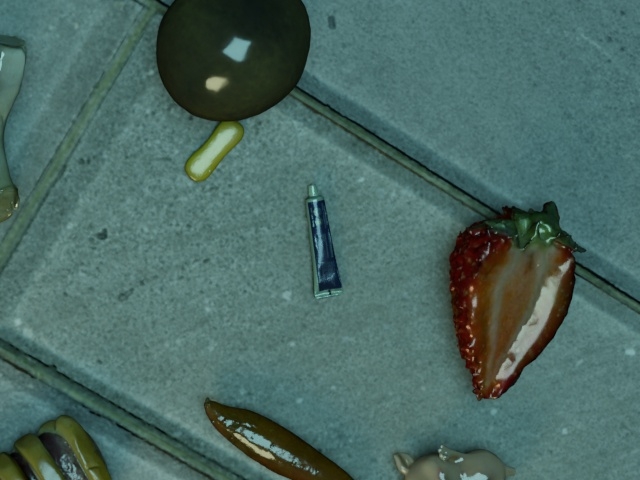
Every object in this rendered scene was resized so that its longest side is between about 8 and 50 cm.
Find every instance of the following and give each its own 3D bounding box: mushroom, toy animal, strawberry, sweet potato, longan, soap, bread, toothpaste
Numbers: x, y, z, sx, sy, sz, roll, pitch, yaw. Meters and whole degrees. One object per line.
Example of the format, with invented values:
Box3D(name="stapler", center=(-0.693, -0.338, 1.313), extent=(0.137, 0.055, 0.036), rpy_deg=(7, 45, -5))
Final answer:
Box3D(name="mushroom", center=(-0.383, -0.128, 1.807), extent=(0.092, 0.081, 0.223), rpy_deg=(7, 94, 9))
Box3D(name="toy animal", center=(0.166, 0.297, 1.931), extent=(0.150, 0.089, 0.084), rpy_deg=(-2, 72, -7))
Box3D(name="strawberry", center=(0.229, 0.071, 1.923), extent=(0.174, 0.098, 0.228), rpy_deg=(-7, 106, -26))
Box3D(name="sweet potato", center=(-0.031, 0.265, 1.899), extent=(0.264, 0.057, 0.057), rpy_deg=(34, 86, -9))
Box3D(name="longan", center=(-0.099, -0.225, 1.818), extent=(0.187, 0.167, 0.167), rpy_deg=(-41, 99, -28))
Box3D(name="soap", center=(-0.127, -0.108, 1.887), extent=(0.034, 0.012, 0.089), rpy_deg=(42, 85, -9))
Box3D(name="bread", center=(-0.349, 0.308, 1.831), extent=(0.225, 0.081, 0.134), rpy_deg=(-35, 99, -8))
Box3D(name="toothpaste", center=(0.000, 0.000, 1.911), extent=(0.037, 0.021, 0.140), rpy_deg=(-10, 96, -11))
